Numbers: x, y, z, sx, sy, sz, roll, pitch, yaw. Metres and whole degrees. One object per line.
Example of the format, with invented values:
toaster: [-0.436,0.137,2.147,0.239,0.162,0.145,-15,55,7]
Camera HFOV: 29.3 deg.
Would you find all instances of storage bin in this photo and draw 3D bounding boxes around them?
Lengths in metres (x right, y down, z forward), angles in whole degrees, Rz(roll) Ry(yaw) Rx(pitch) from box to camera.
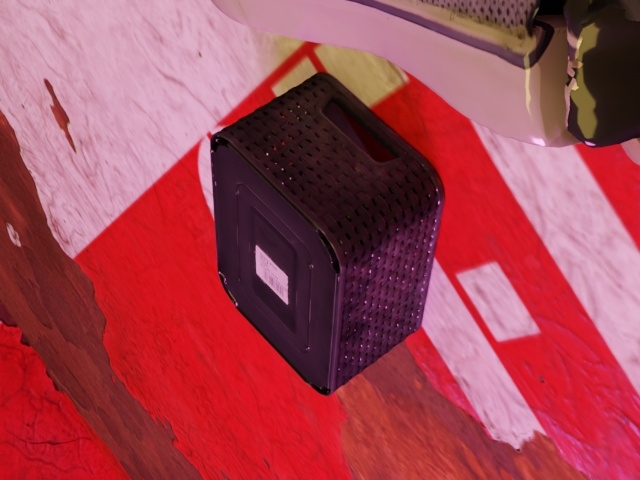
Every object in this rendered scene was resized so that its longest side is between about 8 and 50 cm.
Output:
storage bin: [0.000,0.000,0.780,0.122,0.084,0.180,44,153,25]

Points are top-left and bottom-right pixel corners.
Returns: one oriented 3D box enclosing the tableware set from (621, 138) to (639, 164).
tableware set: [0.140,-0.061,0.466,0.141,0.020,0.169,58,170,31]

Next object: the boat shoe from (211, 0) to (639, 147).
boat shoe: [0.040,-0.155,0.463,0.340,0.127,0.158,35,136,56]
